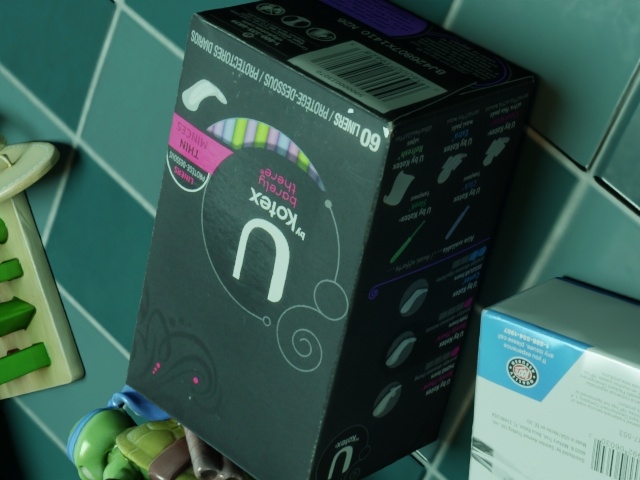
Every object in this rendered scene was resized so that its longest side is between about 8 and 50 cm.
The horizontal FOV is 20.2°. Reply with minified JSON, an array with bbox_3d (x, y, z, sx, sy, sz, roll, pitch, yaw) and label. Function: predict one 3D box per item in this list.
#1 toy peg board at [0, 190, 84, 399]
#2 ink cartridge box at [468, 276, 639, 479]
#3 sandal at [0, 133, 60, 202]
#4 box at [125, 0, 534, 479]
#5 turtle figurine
[{"bbox_3d":[-0.289,0.056,1.435,0.160,0.079,0.161,-16,93,44],"label":"toy peg board"},{"bbox_3d":[0.163,0.135,1.047,0.139,0.082,0.191,20,119,36],"label":"ink cartridge box"},{"bbox_3d":[-0.304,-0.069,1.388,0.240,0.088,0.079,-5,126,48],"label":"sandal"},{"bbox_3d":[0.000,0.000,1.107,0.165,0.143,0.270,31,124,32],"label":"box"},{"bbox_3d":[-0.084,0.233,1.174,0.266,0.275,0.198,15,143,32],"label":"turtle figurine"}]
